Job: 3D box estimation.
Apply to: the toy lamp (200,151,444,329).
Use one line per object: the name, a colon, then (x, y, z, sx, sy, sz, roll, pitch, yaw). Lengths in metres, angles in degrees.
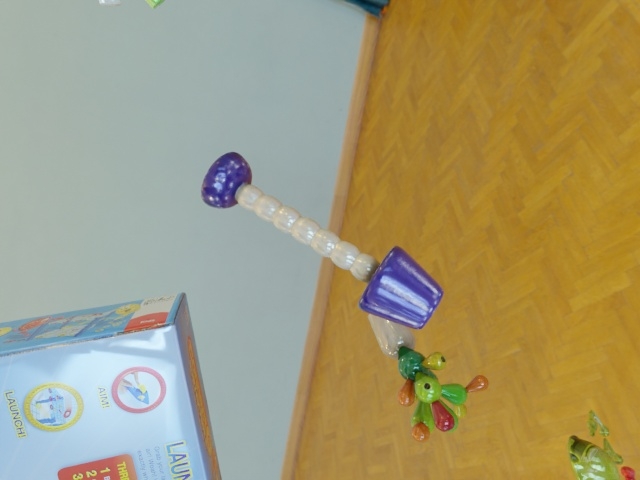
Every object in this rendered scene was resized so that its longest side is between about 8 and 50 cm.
toy lamp: (0.000, 0.000, 0.453, 0.080, 0.275, 0.080, -51, -16, -21)

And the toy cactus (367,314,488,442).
toy cactus: (0.132, 0.163, 0.559, 0.112, 0.219, 0.180, -38, 68, 12)

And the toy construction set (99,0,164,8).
toy construction set: (-0.275, -0.446, 0.670, 0.215, 0.151, 0.328, -49, 40, -13)

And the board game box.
board game box: (-0.253, 0.225, 0.381, 0.086, 0.302, 0.307, -137, 40, -74)

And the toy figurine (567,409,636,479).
toy figurine: (0.642, 0.511, 0.763, 0.217, 0.191, 0.362, -25, 89, 55)
